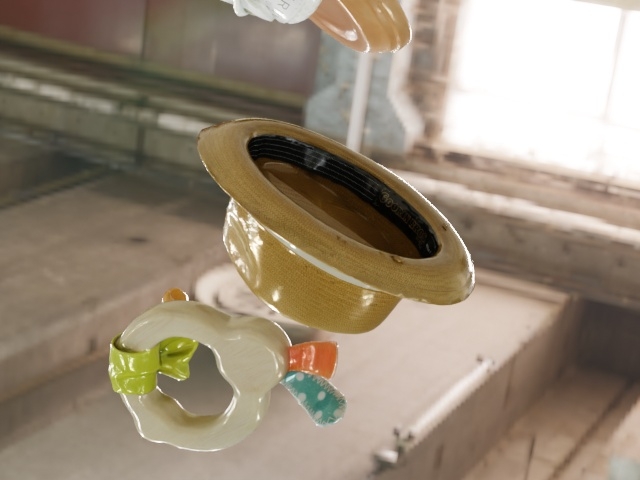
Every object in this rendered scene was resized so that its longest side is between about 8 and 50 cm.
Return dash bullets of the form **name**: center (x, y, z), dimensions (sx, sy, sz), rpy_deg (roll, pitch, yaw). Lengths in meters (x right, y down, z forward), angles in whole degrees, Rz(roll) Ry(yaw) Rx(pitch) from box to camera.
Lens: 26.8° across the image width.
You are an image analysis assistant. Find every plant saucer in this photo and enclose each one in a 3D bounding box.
- **plant saucer**: center (-0.003, -0.236, 1.207), dimensions (0.200, 0.037, 0.200), rpy_deg (43, 174, 5)

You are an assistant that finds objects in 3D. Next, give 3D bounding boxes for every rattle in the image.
- **rattle**: center (-0.052, 0.086, 1.047), dimensions (0.200, 0.130, 0.143), rpy_deg (-17, 180, 24)

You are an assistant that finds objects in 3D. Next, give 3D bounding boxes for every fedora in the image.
- **fedora**: center (0.000, 0.000, 0.837), dimensions (0.194, 0.079, 0.194), rpy_deg (24, -157, -11)

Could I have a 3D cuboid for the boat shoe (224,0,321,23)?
- **boat shoe**: center (-0.021, -0.150, 0.630), dimensions (0.277, 0.096, 0.098), rpy_deg (-9, 161, -31)
